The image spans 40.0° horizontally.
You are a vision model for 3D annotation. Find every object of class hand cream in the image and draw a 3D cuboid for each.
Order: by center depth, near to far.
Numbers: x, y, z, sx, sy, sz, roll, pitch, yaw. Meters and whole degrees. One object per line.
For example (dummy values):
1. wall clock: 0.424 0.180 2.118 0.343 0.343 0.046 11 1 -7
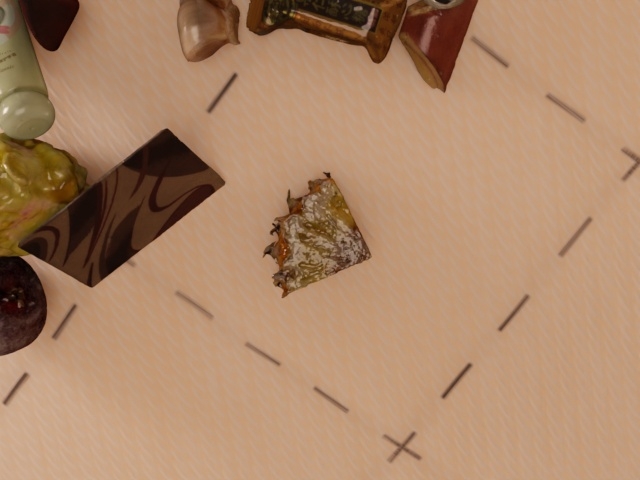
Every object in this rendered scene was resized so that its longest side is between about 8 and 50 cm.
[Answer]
1. hand cream: -0.541 -0.311 1.506 0.147 0.093 0.306 -30 69 5

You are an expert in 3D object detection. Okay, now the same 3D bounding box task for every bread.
1. bread: 0.202 -0.362 1.538 0.119 0.067 0.192 8 105 -27

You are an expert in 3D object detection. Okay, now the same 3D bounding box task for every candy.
1. candy: 0.003 -0.396 1.526 0.271 0.101 0.143 18 95 2

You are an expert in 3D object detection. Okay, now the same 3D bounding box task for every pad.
1. pad: -0.344 -0.048 1.557 0.330 0.220 0.004 -38 58 5

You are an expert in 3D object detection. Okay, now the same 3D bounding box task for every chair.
1. chair: -0.422 -0.531 1.428 0.226 0.226 0.401 35 101 -8

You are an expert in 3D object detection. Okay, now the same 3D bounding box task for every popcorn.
1. popcorn: -0.527 -0.087 1.533 0.259 0.259 0.212 -48 63 9

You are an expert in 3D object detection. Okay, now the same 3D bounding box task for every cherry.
1. cherry: -0.599 0.116 1.595 0.195 0.195 0.195 0 102 0

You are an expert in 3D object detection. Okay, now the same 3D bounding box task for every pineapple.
1. pineapple: 0.000 0.000 1.606 0.186 0.114 0.236 25 98 -5

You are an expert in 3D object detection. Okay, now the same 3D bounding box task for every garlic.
1. garlic: -0.204 -0.390 1.519 0.099 0.124 0.175 -8 76 17

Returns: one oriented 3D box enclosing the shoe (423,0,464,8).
1. shoe: 0.192 -0.473 1.477 0.071 0.099 0.169 -22 69 -6
